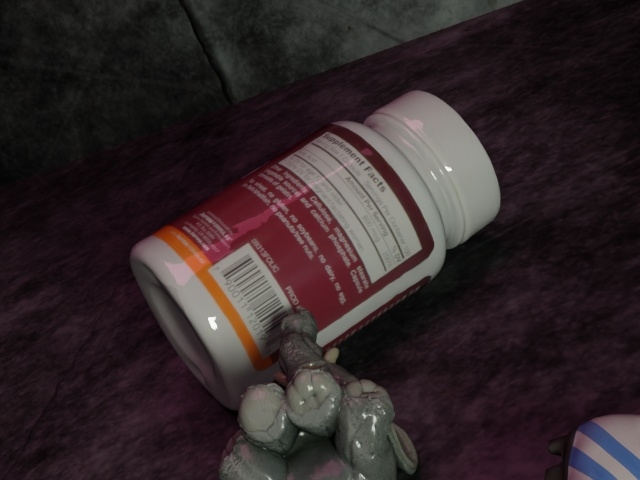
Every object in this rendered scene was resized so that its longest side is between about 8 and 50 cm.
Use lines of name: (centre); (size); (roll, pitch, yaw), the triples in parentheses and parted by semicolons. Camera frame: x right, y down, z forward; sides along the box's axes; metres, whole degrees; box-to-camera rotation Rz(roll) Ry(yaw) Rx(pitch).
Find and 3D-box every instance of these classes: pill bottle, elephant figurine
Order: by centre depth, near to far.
elephant figurine: (0.012, 0.176, 1.080); (0.169, 0.186, 0.239); (15, 3, 7)
pill bottle: (0.000, 0.000, 1.359); (0.392, 0.224, 0.224); (-33, 24, -18)

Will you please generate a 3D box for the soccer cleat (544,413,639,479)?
soccer cleat: (0.221, 0.221, 0.791); (0.143, 0.116, 0.331); (-16, 24, 22)
